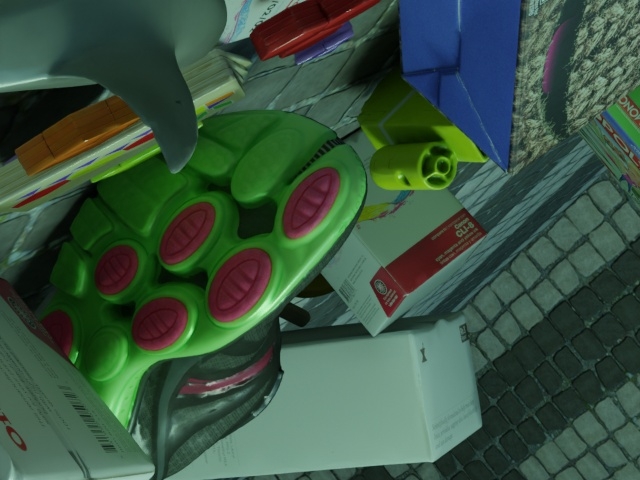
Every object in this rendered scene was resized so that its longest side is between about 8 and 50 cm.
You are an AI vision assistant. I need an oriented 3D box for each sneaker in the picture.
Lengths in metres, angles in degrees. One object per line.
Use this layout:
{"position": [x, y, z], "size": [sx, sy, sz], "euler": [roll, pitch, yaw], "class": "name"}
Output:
{"position": [-0.114, 0.062, 1.133], "size": [0.202, 0.185, 0.483], "euler": [-11, 151, -49], "class": "sneaker"}

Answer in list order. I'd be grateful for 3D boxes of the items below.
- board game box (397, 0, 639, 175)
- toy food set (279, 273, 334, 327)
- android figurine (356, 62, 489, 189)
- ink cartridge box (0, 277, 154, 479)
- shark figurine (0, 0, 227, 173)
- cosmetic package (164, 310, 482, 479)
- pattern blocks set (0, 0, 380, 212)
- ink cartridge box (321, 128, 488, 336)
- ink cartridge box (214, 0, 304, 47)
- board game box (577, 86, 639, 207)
{"position": [0.210, -0.229, 1.022], "size": [0.291, 0.141, 0.232], "euler": [-35, 152, -15], "class": "board game box"}
{"position": [0.000, 0.000, 1.630], "size": [0.218, 0.071, 0.128], "euler": [-45, 143, 20], "class": "toy food set"}
{"position": [0.140, -0.137, 1.231], "size": [0.248, 0.056, 0.273], "euler": [-46, -156, -22], "class": "android figurine"}
{"position": [-0.252, 0.118, 0.927], "size": [0.117, 0.207, 0.283], "euler": [-41, 168, 2], "class": "ink cartridge box"}
{"position": [-0.109, -0.051, 0.493], "size": [0.278, 0.116, 0.166], "euler": [-33, 168, -35], "class": "shark figurine"}
{"position": [-0.022, 0.187, 1.620], "size": [0.385, 0.156, 0.217], "euler": [-7, -179, 24], "class": "cosmetic package"}
{"position": [-0.123, -0.070, 0.846], "size": [0.325, 0.026, 0.285], "euler": [-28, -178, -8], "class": "pattern blocks set"}
{"position": [0.062, -0.016, 1.455], "size": [0.127, 0.176, 0.128], "euler": [-36, 169, -25], "class": "ink cartridge box"}
{"position": [-0.047, -0.170, 0.798], "size": [0.181, 0.061, 0.104], "euler": [-27, 166, -44], "class": "ink cartridge box"}
{"position": [0.310, -0.127, 1.426], "size": [0.046, 0.317, 0.213], "euler": [-38, 168, 3], "class": "board game box"}
